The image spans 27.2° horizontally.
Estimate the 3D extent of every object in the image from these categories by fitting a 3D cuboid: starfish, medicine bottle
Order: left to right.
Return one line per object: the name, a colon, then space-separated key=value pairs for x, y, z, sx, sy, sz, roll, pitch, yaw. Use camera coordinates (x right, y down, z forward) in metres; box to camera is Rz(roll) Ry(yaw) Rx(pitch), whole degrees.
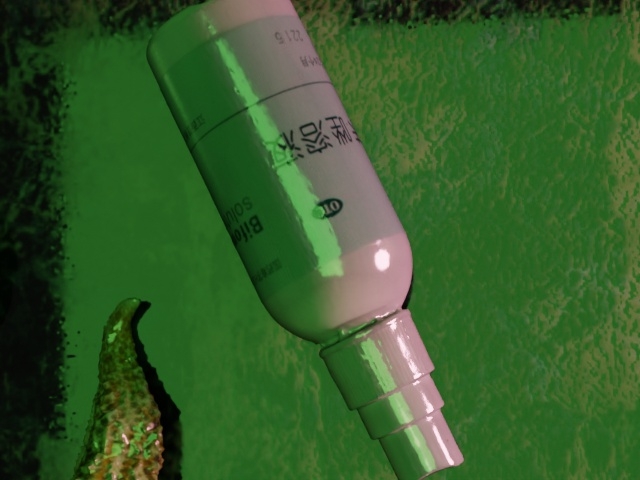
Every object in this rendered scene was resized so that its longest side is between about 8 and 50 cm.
starfish: x=-0.152 y=0.248 z=0.903 sx=0.347 sy=0.078 sz=0.358 roll=39 pitch=82 yaw=2
medicine bottle: x=0.000 y=0.000 z=0.905 sx=0.110 sy=0.110 sz=0.352 roll=-26 pitch=82 yaw=1
